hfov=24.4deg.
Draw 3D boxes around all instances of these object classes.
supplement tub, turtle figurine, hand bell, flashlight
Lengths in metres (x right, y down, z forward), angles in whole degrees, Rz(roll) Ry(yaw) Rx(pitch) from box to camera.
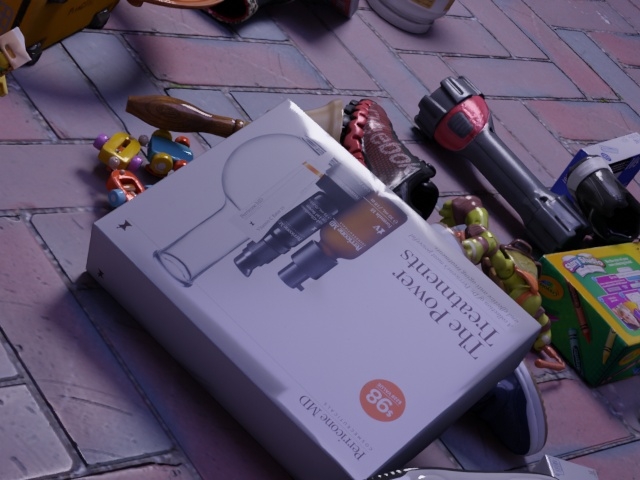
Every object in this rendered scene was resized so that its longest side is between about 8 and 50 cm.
[{"bbox_3d":[0.175,-0.455,2.426,0.144,0.199,0.144,25,31,-16],"label":"supplement tub"},{"bbox_3d":[0.217,0.027,1.808,0.269,0.087,0.217,45,9,-34],"label":"turtle figurine"},{"bbox_3d":[-0.105,-0.131,1.712,0.242,0.126,0.126,13,34,-10],"label":"hand bell"},{"bbox_3d":[0.263,-0.101,2.107,0.103,0.103,0.304,-29,67,-29],"label":"flashlight"}]

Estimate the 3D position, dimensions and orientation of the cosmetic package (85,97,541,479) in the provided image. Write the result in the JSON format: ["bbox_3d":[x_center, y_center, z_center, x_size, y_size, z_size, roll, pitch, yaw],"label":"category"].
[{"bbox_3d":[-0.008,0.059,1.510,0.377,0.097,0.284,42,58,16],"label":"cosmetic package"}]

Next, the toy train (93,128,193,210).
[{"bbox_3d":[-0.195,-0.070,1.673,0.166,0.046,0.125,-14,56,-49],"label":"toy train"}]

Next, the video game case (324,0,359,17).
[{"bbox_3d":[-0.059,-0.456,2.264,0.285,0.025,0.204,34,-8,3],"label":"video game case"}]

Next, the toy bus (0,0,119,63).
[{"bbox_3d":[-0.332,-0.331,1.854,0.130,0.108,0.332,35,30,4],"label":"toy bus"}]

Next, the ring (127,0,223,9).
[{"bbox_3d":[-0.265,-0.385,1.860,0.337,0.032,0.336,23,31,-15],"label":"ring"}]

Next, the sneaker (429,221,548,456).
[{"bbox_3d":[0.129,0.130,1.638,0.153,0.099,0.282,-21,79,-26],"label":"sneaker"}]

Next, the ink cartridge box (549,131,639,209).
[{"bbox_3d":[0.432,-0.105,2.262,0.046,0.097,0.207,45,32,19],"label":"ink cartridge box"}]

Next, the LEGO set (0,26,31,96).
[{"bbox_3d":[-0.418,-0.189,1.544,0.107,0.132,0.287,-5,24,-39],"label":"LEGO set"}]

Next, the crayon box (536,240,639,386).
[{"bbox_3d":[0.401,0.091,1.963,0.278,0.081,0.165,-6,47,-48],"label":"crayon box"}]

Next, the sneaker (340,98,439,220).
[{"bbox_3d":[0.075,-0.078,1.785,0.135,0.097,0.276,12,33,-4],"label":"sneaker"}]

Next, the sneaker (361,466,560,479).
[{"bbox_3d":[0.134,0.313,1.358,0.296,0.123,0.178,2,42,-27],"label":"sneaker"}]

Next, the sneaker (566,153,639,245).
[{"bbox_3d":[0.416,-0.028,2.093,0.106,0.078,0.234,57,5,33],"label":"sneaker"}]

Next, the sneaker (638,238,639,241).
[{"bbox_3d":[0.533,0.020,2.098,0.083,0.087,0.221,67,-8,-20],"label":"sneaker"}]

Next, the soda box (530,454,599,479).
[{"bbox_3d":[0.260,0.324,1.497,0.069,0.074,0.216,19,33,-22],"label":"soda box"}]

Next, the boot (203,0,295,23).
[{"bbox_3d":[-0.153,-0.411,2.170,0.236,0.085,0.178,36,33,7],"label":"boot"}]
